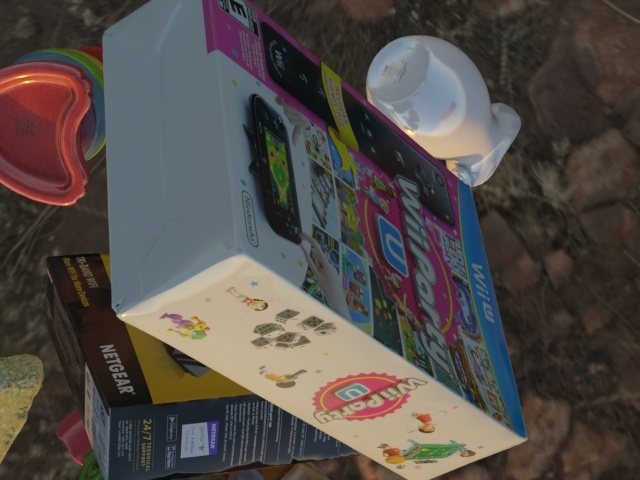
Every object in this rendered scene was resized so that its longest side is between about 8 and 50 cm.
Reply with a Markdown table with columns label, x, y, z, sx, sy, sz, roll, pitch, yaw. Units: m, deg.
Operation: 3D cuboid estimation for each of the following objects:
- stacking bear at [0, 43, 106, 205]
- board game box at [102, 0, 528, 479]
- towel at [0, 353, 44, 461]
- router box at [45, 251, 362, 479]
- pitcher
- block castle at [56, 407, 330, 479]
| label | x | y | z | sx | sy | sz | roll | pitch | yaw |
| --- | --- | --- | --- | --- | --- | --- | --- | --- | --- |
| stacking bear | -0.323 | -0.177 | 1.686 | 0.164 | 0.289 | 0.175 | 10 | 111 | 10 |
| board game box | 0.000 | 0.000 | 0.840 | 0.098 | 0.224 | 0.303 | -28 | 140 | 25 |
| towel | -0.259 | 0.135 | 0.895 | 0.027 | 0.110 | 0.148 | 52 | 125 | 30 |
| router box | -0.110 | 0.101 | 1.212 | 0.243 | 0.309 | 0.081 | -4 | 114 | -21 |
| pitcher | 0.132 | -0.122 | 1.481 | 0.125 | 0.207 | 0.177 | 8 | 73 | 37 |
| block castle | -0.136 | 0.320 | 1.295 | 0.303 | 0.453 | 0.213 | 42 | 99 | -14 |
